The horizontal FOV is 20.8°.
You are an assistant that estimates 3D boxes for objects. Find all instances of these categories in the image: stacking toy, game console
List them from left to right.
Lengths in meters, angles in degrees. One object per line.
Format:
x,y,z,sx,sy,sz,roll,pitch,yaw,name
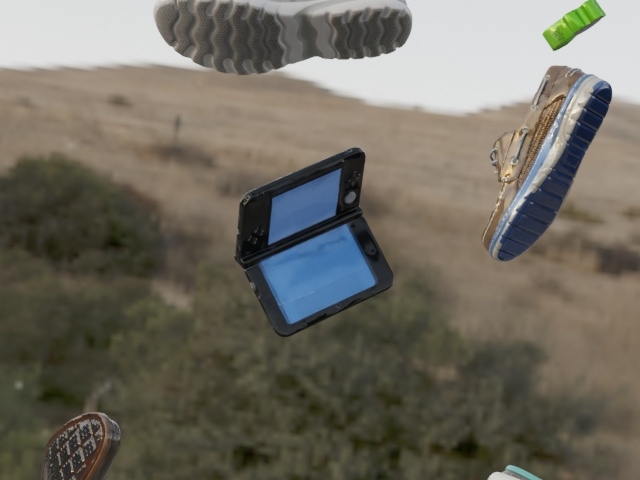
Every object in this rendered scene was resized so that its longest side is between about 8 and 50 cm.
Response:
0.000,0.000,1.397,0.122,0.107,0.071,-25,52,-30,game console
0.224,-0.274,1.380,0.221,0.167,0.052,-35,-9,2,stacking toy

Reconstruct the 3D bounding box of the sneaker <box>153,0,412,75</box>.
-0.045,-0.255,1.926,0.281,0.115,0.105,0,-44,-11,sneaker

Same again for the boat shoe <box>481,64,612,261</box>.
0.188,-0.069,1.544,0.066,0.183,0.066,32,4,34,boat shoe

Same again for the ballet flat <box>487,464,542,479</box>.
0.272,0.329,1.802,0.139,0.139,0.400,10,-3,-24,ballet flat

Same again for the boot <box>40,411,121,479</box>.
-0.202,0.230,1.598,0.106,0.082,0.219,8,-43,-30,boot
